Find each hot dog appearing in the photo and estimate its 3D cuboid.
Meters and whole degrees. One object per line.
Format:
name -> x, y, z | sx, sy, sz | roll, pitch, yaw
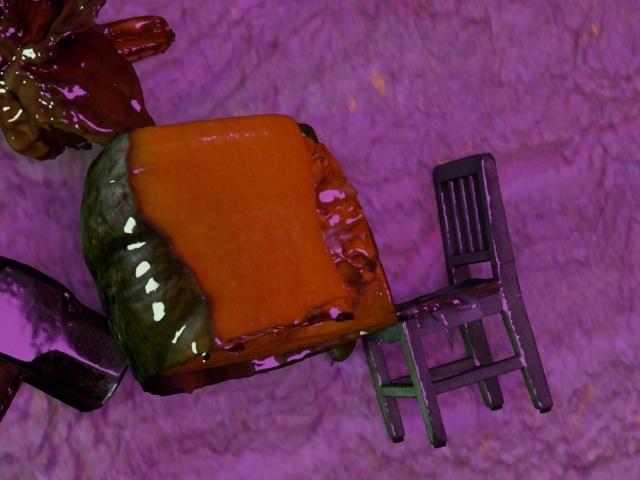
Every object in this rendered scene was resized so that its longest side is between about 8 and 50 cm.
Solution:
hot dog -> -0.202, -0.195, 1.665 | 0.122, 0.037, 0.049 | -15, 78, -21

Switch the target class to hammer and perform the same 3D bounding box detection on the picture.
hammer -> -0.354, 0.206, 1.535 | 0.242, 0.095, 0.408 | 29, 71, -15

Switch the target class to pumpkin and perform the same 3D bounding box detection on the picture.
pumpkin -> -0.079, 0.017, 1.539 | 0.256, 0.303, 0.225 | -16, 77, 10

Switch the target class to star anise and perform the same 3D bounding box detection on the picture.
star anise -> -0.311, -0.156, 1.562 | 0.347, 0.237, 0.148 | 4, 56, 4

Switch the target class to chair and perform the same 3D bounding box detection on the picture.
chair -> 0.118, 0.062, 1.688 | 0.147, 0.136, 0.270 | -15, 92, -19

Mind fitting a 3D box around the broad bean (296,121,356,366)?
broad bean -> 0.000, 0.000, 1.700 | 0.052, 0.053, 0.256 | -11, 89, -29
